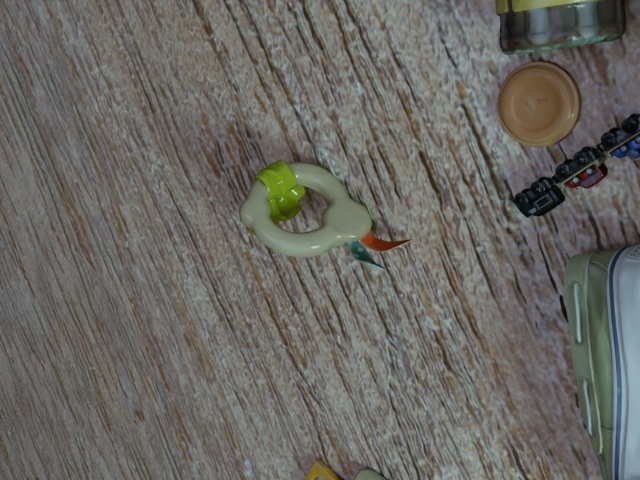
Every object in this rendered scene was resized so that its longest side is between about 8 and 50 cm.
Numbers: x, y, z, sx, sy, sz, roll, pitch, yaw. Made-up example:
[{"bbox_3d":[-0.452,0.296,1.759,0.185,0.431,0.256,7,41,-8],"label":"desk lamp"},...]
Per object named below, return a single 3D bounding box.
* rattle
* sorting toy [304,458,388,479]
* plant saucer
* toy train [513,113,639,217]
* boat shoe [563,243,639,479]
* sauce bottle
[{"bbox_3d":[0.000,0.000,0.914,0.199,0.130,0.143,22,134,3],"label":"rattle"},{"bbox_3d":[0.090,0.426,0.976,0.347,0.047,0.196,27,114,35],"label":"sorting toy"},{"bbox_3d":[0.210,-0.132,0.725,0.083,0.013,0.083,14,114,35],"label":"plant saucer"},{"bbox_3d":[0.250,-0.067,0.705,0.158,0.027,0.036,-40,82,41],"label":"toy train"},{"bbox_3d":[0.295,0.151,0.707,0.094,0.109,0.302,2,97,56],"label":"boat shoe"},{"bbox_3d":[0.190,-0.332,0.608,0.111,0.111,0.344,6,109,39],"label":"sauce bottle"}]
